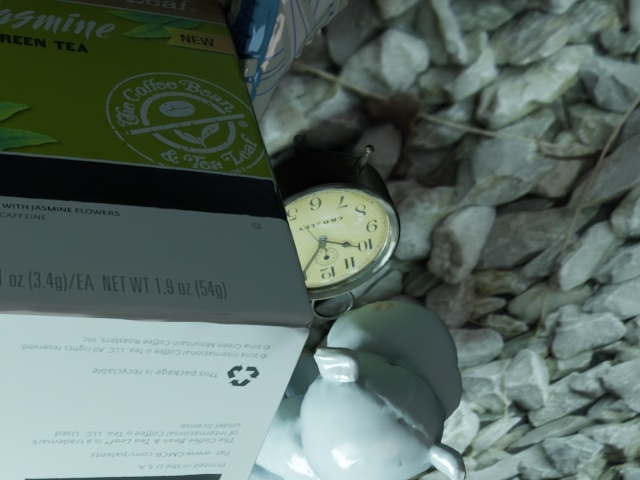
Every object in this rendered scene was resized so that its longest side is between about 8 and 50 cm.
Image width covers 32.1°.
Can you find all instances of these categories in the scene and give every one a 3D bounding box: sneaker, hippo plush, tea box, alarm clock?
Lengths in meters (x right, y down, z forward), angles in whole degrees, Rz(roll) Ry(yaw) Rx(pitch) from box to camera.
[{"bbox_3d":[-0.024,-0.153,0.790,0.082,0.071,0.191,-2,133,-24],"label":"sneaker"},{"bbox_3d":[-0.011,0.149,0.926,0.234,0.294,0.237,36,131,0],"label":"hippo plush"},{"bbox_3d":[-0.215,0.001,0.690,0.328,0.324,0.220,4,131,-22],"label":"tea box"},{"bbox_3d":[0.000,0.000,0.942,0.129,0.064,0.192,-14,132,-5],"label":"alarm clock"}]
